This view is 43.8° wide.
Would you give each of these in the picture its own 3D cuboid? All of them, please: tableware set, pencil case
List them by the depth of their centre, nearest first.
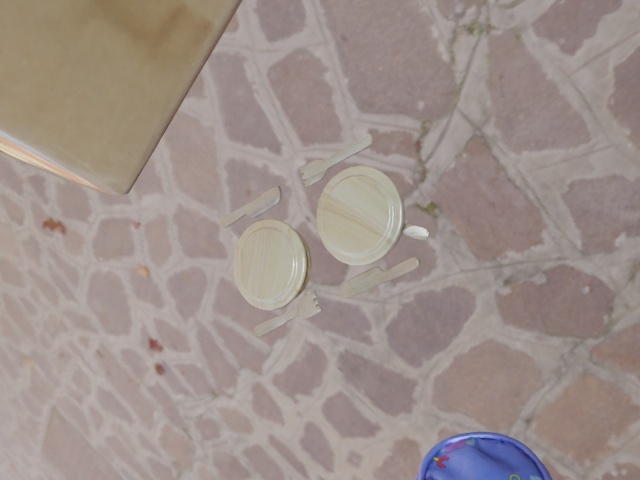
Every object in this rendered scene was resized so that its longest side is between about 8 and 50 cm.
[{"bbox_3d":[0.000,0.000,0.728,0.194,0.039,0.128,-27,73,31],"label":"tableware set"},{"bbox_3d":[0.154,0.319,0.754,0.119,0.133,0.306,-105,3,-54],"label":"pencil case"}]

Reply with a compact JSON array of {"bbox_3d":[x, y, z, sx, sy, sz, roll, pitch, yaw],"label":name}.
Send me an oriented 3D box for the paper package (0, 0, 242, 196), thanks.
[{"bbox_3d":[-0.177,-0.228,0.370,0.325,0.309,0.168,30,180,-31],"label":"paper package"}]
